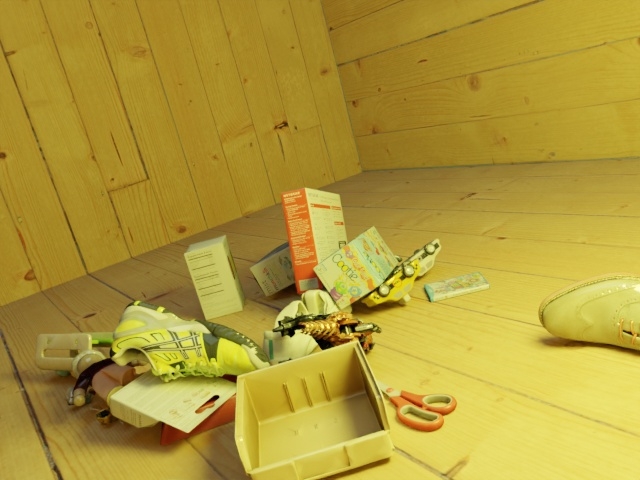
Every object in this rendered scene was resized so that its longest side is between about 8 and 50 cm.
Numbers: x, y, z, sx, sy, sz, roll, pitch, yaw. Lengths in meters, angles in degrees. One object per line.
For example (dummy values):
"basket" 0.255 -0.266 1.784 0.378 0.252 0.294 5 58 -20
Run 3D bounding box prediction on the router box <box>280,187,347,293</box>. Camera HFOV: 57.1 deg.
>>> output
"router box" 0.000 0.000 1.834 0.082 0.301 0.335 -11 -3 19

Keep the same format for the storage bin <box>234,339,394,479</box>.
"storage bin" -0.018 0.328 1.111 0.262 0.123 0.260 -16 13 -3

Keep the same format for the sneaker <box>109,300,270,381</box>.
"sneaker" -0.300 0.264 1.351 0.384 0.145 0.147 11 57 16

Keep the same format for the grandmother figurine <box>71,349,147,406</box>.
"grandmother figurine" -0.546 0.347 1.516 0.208 0.104 0.342 -16 14 -41

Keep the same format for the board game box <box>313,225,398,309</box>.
"board game box" 0.109 0.072 1.701 0.142 0.144 0.275 -35 -2 19

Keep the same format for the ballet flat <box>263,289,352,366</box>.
"ballet flat" -0.027 0.207 1.579 0.139 0.139 0.400 -7 16 30

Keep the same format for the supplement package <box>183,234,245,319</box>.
"supplement package" -0.358 0.125 2.013 0.134 0.244 0.139 -15 14 0

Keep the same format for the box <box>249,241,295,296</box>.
"box" -0.086 0.066 2.075 0.231 0.127 0.262 -27 6 21

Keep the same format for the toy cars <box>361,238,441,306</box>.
"toy cars" 0.259 0.110 1.739 0.176 0.087 0.393 -37 -3 32

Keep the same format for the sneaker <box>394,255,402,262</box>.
"sneaker" 0.225 0.071 1.837 0.083 0.031 0.035 -20 48 54

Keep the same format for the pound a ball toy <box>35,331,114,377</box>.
"pound a ball toy" -0.685 0.348 1.795 0.319 0.136 0.208 -6 -9 33

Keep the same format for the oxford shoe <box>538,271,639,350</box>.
"oxford shoe" 0.618 0.149 1.118 0.397 0.140 0.146 -10 22 30

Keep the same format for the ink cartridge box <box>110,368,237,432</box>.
"ink cartridge box" -0.322 0.357 1.320 0.232 0.066 0.189 17 28 26

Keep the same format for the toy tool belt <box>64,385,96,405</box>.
"toy tool belt" -0.637 0.419 1.573 0.083 0.052 0.051 3 13 -41

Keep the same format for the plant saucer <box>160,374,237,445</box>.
"plant saucer" -0.256 0.361 1.395 0.258 0.048 0.259 -18 15 -9

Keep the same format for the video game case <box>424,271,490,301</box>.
"video game case" 0.386 0.131 1.676 0.166 0.015 0.119 -14 14 5

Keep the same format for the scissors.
"scissors" 0.144 0.316 1.192 0.109 0.021 0.297 -27 20 -35

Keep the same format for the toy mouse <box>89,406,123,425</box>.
"toy mouse" -0.475 0.414 1.448 0.143 0.031 0.161 -24 17 -31

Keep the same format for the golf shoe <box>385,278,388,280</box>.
"golf shoe" 0.144 0.097 1.939 0.094 0.077 0.198 -22 14 -23

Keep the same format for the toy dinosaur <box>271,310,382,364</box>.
"toy dinosaur" 0.018 0.210 1.323 0.218 0.322 0.164 -18 48 15
